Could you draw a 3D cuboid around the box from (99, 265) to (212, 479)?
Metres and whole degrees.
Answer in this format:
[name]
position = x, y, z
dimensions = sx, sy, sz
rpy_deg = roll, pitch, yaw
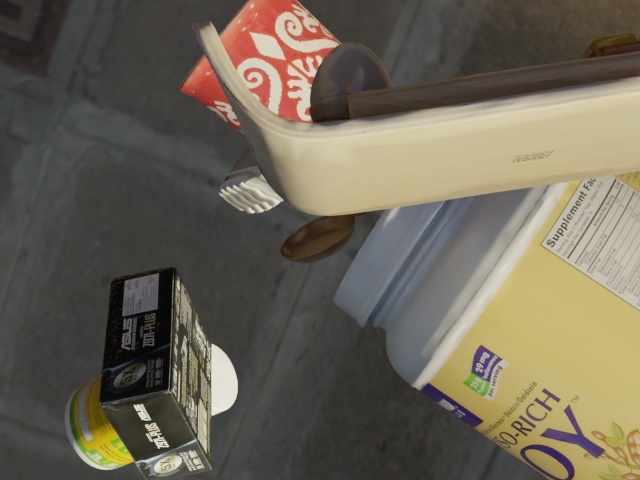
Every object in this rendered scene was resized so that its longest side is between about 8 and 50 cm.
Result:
[box]
position = -0.175, 0.145, 1.133
dimensions = 0.077, 0.180, 0.147
rpy_deg = -12, 135, 6

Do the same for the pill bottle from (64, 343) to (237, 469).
[pill bottle]
position = -0.243, 0.236, 1.502
dimensions = 0.245, 0.136, 0.136
rpy_deg = -26, 105, 30

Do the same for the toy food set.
[toy food set]
position = 0.102, -0.087, 0.531
dimensions = 0.306, 0.220, 0.092
rpy_deg = -9, 83, 0

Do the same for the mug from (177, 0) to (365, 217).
[mug]
position = -0.007, -0.111, 0.808
dimensions = 0.169, 0.150, 0.113
rpy_deg = 39, 104, -9

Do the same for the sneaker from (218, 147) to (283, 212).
[sneaker]
position = -0.040, -0.124, 1.500
dimensions = 0.281, 0.115, 0.105
rpy_deg = -8, 146, 43

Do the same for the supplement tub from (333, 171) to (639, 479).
[supplement tub]
position = 0.202, 0.059, 0.806
dimensions = 0.331, 0.241, 0.241
rpy_deg = 34, 103, 7

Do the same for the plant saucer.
[plant saucer]
position = 0.000, 0.000, 1.020
dimensions = 0.083, 0.083, 0.015
rpy_deg = -24, 112, 7
